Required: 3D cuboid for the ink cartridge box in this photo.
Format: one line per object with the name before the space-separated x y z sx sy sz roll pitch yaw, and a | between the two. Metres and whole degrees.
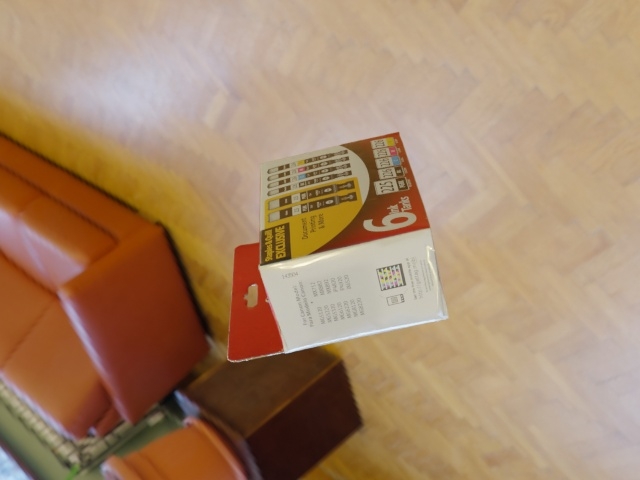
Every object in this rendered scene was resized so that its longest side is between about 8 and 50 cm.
ink cartridge box | 0.000 0.000 1.303 0.309 0.272 0.130 -97 -6 -63
